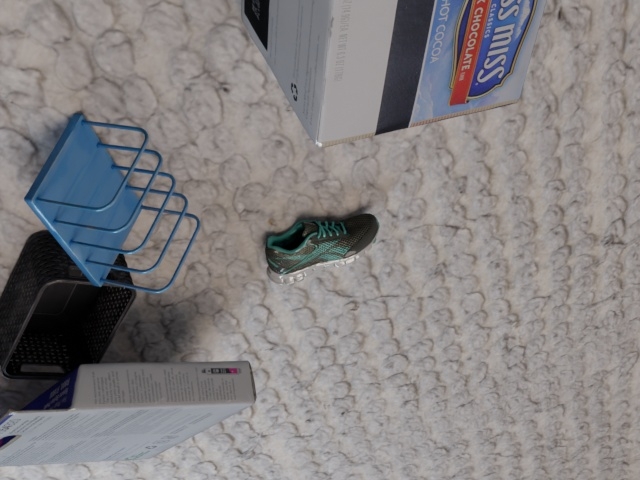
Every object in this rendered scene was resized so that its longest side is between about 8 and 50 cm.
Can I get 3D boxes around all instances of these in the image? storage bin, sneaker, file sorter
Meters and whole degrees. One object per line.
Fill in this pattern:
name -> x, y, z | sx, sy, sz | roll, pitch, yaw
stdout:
storage bin -> -0.318, 0.084, 1.276 | 0.122, 0.084, 0.180 | 7, 130, -36
sneaker -> 0.000, 0.000, 1.389 | 0.166, 0.065, 0.076 | -25, 138, -5
file sorter -> -0.219, -0.036, 1.141 | 0.104, 0.118, 0.170 | 9, 149, 24

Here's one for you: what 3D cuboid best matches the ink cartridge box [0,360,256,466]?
ink cartridge box -> -0.306, 0.234, 1.379 | 0.330, 0.071, 0.324 | 6, 155, -35

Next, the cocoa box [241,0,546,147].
cocoa box -> 0.071, -0.300, 0.947 | 0.228, 0.231, 0.347 | -14, 141, -18
